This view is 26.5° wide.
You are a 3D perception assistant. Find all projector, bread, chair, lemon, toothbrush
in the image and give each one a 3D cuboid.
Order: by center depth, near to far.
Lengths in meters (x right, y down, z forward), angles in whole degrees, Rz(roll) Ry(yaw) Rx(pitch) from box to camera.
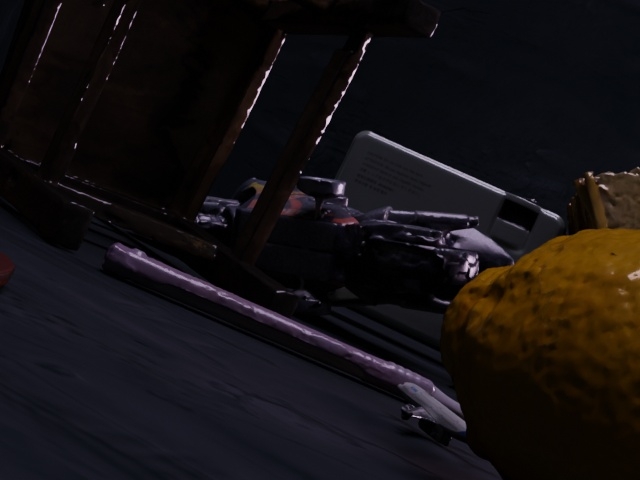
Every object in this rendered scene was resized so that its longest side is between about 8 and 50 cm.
[{"bbox_3d":[0.135,0.065,0.590,0.187,0.142,0.142,27,2,30],"label":"lemon"},{"bbox_3d":[0.036,0.074,0.821,0.354,0.029,0.024,24,-12,-12],"label":"toothbrush"},{"bbox_3d":[-0.139,-0.124,1.011,0.203,0.240,0.416,21,3,-33],"label":"chair"},{"bbox_3d":[0.337,0.068,1.411,0.114,0.274,0.185,-15,-11,3],"label":"bread"},{"bbox_3d":[0.125,0.011,1.521,0.257,0.192,0.099,24,0,12],"label":"projector"}]

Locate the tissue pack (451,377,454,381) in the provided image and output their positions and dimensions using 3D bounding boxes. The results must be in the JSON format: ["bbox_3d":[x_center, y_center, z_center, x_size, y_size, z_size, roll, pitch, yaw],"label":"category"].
[{"bbox_3d":[0.304,0.146,1.133,0.361,0.122,0.259,23,-1,17],"label":"tissue pack"}]

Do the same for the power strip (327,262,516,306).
[{"bbox_3d":[0.108,0.041,1.290,0.227,0.029,0.080,-4,-7,9],"label":"power strip"}]

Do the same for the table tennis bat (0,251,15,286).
[{"bbox_3d":[-0.168,-0.003,0.571,0.087,0.013,0.156,22,3,-6],"label":"table tennis bat"}]

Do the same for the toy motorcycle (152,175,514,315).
[{"bbox_3d":[0.000,0.000,1.148,0.307,0.108,0.173,10,4,22],"label":"toy motorcycle"}]

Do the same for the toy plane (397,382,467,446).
[{"bbox_3d":[0.065,0.093,0.700,0.078,0.024,0.084,23,-5,-39],"label":"toy plane"}]
